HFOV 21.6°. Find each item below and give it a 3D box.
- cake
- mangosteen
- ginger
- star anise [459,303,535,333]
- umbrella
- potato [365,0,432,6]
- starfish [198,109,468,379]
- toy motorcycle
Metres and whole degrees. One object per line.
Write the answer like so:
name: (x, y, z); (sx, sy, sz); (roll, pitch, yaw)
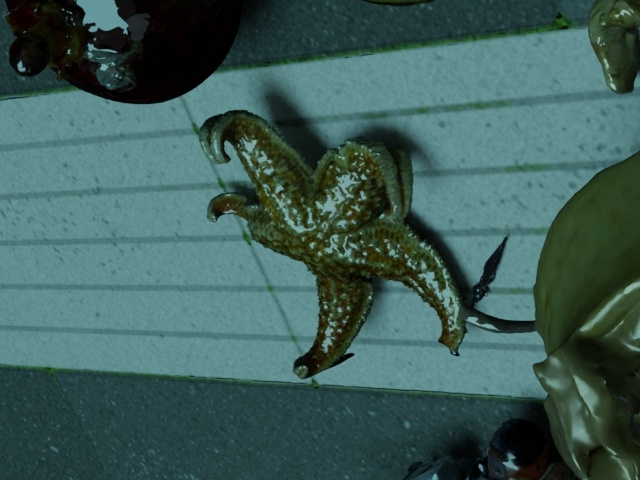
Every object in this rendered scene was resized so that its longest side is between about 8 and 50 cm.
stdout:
cake: (0.322, 0.119, 1.203); (0.332, 0.321, 0.332); (-2, 135, -2)
mangosteen: (-0.203, -0.220, 1.536); (0.235, 0.261, 0.235); (23, 136, 25)
ginger: (0.241, -0.186, 1.242); (0.075, 0.089, 0.288); (61, 169, 13)
star anise: (0.255, 0.007, 1.349); (0.218, 0.227, 0.148); (17, 140, 48)
umbrella: (0.161, 0.036, 1.616); (0.022, 0.013, 0.122); (58, 148, 23)
potato: (0.072, -0.265, 1.384); (0.149, 0.081, 0.120); (5, 128, 41)
starfish: (-0.003, 0.003, 1.669); (0.312, 0.113, 0.303); (15, 132, 31)
toy motorcycle: (0.161, 0.284, 1.736); (0.401, 0.134, 0.207); (-11, 114, 46)
